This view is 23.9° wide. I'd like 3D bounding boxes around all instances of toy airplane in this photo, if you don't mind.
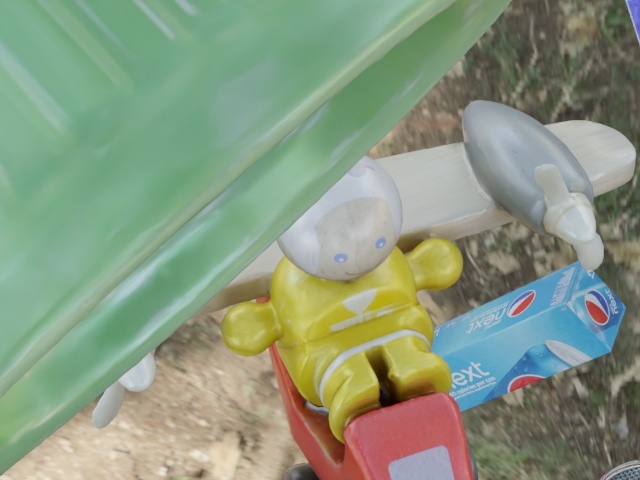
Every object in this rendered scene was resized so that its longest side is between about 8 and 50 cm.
[{"bbox_3d":[0.000,0.000,1.075,0.384,0.272,0.386,25,66,7],"label":"toy airplane"}]

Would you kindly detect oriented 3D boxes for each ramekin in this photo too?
[{"bbox_3d":[-0.088,-0.044,0.507,0.303,0.303,0.148,-42,88,0],"label":"ramekin"}]

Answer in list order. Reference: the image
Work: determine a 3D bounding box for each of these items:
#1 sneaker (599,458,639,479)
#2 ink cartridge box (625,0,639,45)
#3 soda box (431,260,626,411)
[{"bbox_3d":[0.405,0.271,1.522,0.299,0.112,0.121,5,72,46],"label":"sneaker"},{"bbox_3d":[0.332,-0.260,1.214,0.208,0.045,0.206,-21,71,19],"label":"ink cartridge box"},{"bbox_3d":[0.194,0.098,1.494,0.071,0.210,0.067,46,45,-16],"label":"soda box"}]
